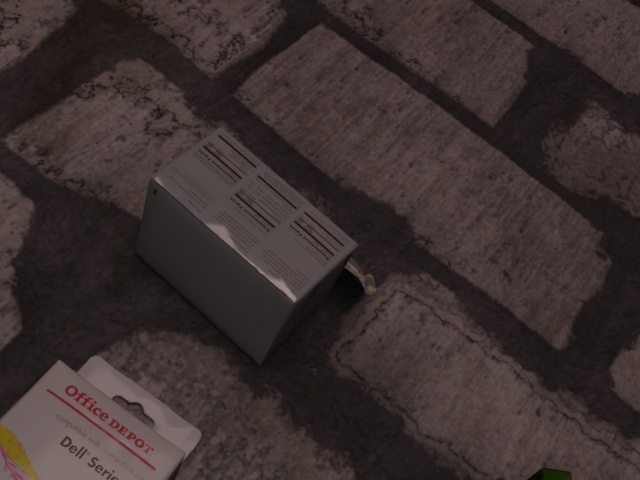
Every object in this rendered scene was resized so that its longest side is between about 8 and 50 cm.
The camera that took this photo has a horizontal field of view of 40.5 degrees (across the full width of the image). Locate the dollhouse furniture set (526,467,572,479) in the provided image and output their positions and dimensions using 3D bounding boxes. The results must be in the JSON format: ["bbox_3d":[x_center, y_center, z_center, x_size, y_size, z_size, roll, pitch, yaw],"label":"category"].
[{"bbox_3d":[0.352,0.480,1.132,0.198,0.151,0.301,13,56,-10],"label":"dollhouse furniture set"}]

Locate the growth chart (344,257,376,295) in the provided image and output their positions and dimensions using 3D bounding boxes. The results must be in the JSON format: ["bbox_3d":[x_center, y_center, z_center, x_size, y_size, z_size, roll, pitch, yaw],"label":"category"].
[{"bbox_3d":[0.000,0.000,1.334,0.237,0.172,0.021,41,96,8],"label":"growth chart"}]

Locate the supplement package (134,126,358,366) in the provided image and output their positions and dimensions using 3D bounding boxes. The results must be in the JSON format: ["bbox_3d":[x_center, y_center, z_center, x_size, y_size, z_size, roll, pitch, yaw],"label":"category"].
[{"bbox_3d":[-0.115,0.012,1.243,0.262,0.204,0.145,41,54,10],"label":"supplement package"}]

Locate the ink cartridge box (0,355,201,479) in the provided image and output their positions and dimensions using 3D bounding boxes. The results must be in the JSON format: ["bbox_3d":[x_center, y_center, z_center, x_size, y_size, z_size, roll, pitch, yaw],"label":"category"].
[{"bbox_3d":[-0.311,0.295,1.049,0.207,0.119,0.353,34,55,5],"label":"ink cartridge box"}]
